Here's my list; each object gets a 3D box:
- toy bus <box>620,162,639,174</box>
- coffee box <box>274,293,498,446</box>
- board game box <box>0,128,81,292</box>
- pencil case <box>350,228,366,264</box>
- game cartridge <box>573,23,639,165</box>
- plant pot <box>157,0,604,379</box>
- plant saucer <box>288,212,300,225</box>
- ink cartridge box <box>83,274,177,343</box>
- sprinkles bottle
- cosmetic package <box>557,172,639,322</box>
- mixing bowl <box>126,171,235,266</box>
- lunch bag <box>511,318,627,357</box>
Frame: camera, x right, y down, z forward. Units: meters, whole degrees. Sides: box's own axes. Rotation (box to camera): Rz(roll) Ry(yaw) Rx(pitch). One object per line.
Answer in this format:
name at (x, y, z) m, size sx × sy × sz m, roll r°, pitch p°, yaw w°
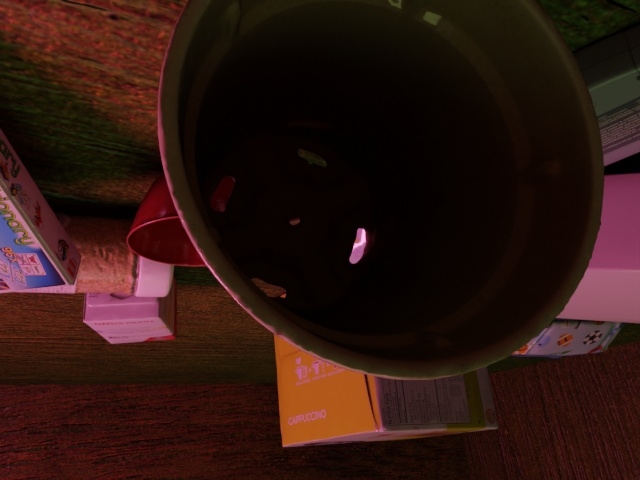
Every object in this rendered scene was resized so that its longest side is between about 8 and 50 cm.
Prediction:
toy bus at (0.563, -0.063, 0.868) m, size 0.202 × 0.104 × 0.191 m, roll 12°, pitch 154°, yaw -36°
coffee box at (0.124, 0.261, 1.287) m, size 0.335 × 0.338 × 0.338 m, roll 10°, pitch 154°, yaw -35°
board game box at (-0.403, -0.051, 0.602) m, size 0.193 × 0.053 × 0.305 m, roll -6°, pitch 139°, yaw 1°
pencil case at (0.078, 0.004, 0.826) m, size 0.124 × 0.113 × 0.273 m, roll 31°, pitch 131°, yaw -13°
game cartridge at (0.306, -0.141, 0.678) m, size 0.198 × 0.062 × 0.297 m, roll 18°, pitch 149°, yaw -38°
plant pot at (0.012, -0.050, 0.540) m, size 0.334 × 0.333 × 0.305 m, roll 2°, pitch 170°, yaw -19°
plant saucer at (0.000, 0.000, 0.992) m, size 0.278 × 0.041 × 0.278 m, roll -4°, pitch 160°, yaw -2°
ink cartridge box at (-0.337, 0.105, 1.062) m, size 0.128 × 0.127 × 0.176 m, roll -2°, pitch 159°, yaw -6°
sprinkles bottle at (-0.391, 0.016, 0.825) m, size 0.356 × 0.121 × 0.121 m, roll 3°, pitch 158°, yaw -21°
cosmetic package at (0.423, 0.018, 0.810) m, size 0.366 × 0.155 × 0.197 m, roll -1°, pitch 152°, yaw 34°
mixing bowl at (-0.157, -0.040, 0.767) m, size 0.182 × 0.098 × 0.181 m, roll -5°, pitch 158°, yaw -2°
lunch bag at (0.398, 0.096, 1.094) m, size 0.304 × 0.243 × 0.114 m, roll 6°, pitch 128°, yaw -23°
